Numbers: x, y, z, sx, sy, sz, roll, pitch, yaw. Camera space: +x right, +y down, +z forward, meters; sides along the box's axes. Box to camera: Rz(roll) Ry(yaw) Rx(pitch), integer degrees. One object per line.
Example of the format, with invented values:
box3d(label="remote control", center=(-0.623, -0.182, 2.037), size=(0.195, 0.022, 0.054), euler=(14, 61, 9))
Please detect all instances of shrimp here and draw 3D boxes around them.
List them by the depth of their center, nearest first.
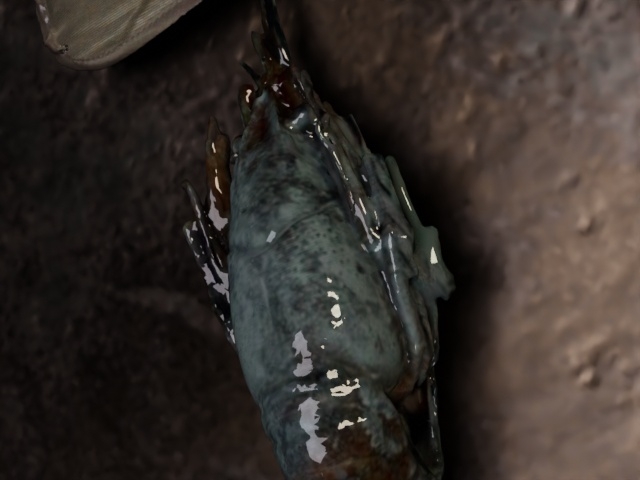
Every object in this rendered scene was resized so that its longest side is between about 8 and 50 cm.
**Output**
box3d(label="shrimp", center=(0.000, 0.000, 0.685), size=(0.090, 0.079, 0.232), euler=(-20, 70, 25))

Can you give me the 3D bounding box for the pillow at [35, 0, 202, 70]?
box3d(label="pillow", center=(-0.027, -0.160, 0.724), size=(0.233, 0.038, 0.130), euler=(-23, 67, 28))
